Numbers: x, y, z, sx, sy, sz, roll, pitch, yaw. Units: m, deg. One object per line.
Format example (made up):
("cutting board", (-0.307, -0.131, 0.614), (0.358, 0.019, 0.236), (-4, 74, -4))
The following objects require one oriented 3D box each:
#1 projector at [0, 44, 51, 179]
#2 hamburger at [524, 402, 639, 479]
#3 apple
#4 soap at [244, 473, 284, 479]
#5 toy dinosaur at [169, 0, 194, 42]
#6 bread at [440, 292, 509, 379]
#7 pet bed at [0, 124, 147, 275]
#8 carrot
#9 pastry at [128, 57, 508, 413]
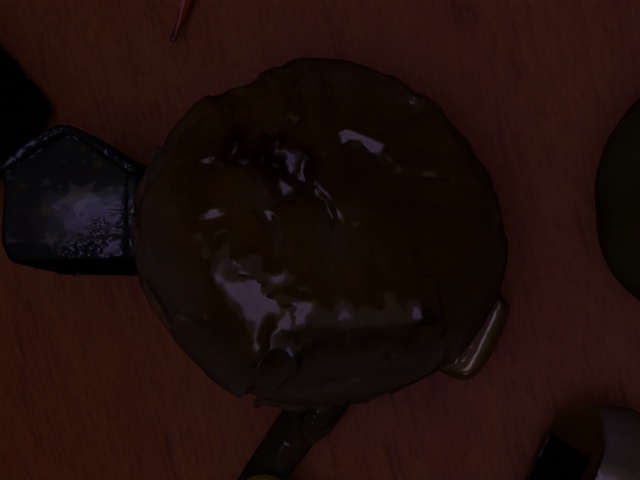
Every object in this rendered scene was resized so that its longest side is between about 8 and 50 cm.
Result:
("projector", (-0.607, -0.152, 1.566), (0.405, 0.242, 0.395), (-42, 86, 12))
("hamburger", (0.299, 0.282, 1.444), (0.116, 0.173, 0.210), (23, 87, -22))
("apple", (0.429, -0.041, 1.352), (0.291, 0.254, 0.292), (2, 98, 13))
("soap", (-0.031, 0.339, 1.553), (0.168, 0.033, 0.089), (30, 109, -13))
("toy dinosaur", (-0.118, -0.363, 1.536), (0.055, 0.101, 0.280), (42, 111, 21))
("bread", (0.170, 0.103, 1.513), (0.082, 0.056, 0.115), (22, 88, 22))
("pet bed", (-0.263, -0.045, 1.518), (0.183, 0.211, 0.159), (-1, 84, 13))
("carrot", (-0.028, 0.227, 1.560), (0.070, 0.070, 0.342), (35, 101, 8))
("pastry", (0.000, 0.000, 1.415), (0.409, 0.245, 0.410), (3, 67, -7))
